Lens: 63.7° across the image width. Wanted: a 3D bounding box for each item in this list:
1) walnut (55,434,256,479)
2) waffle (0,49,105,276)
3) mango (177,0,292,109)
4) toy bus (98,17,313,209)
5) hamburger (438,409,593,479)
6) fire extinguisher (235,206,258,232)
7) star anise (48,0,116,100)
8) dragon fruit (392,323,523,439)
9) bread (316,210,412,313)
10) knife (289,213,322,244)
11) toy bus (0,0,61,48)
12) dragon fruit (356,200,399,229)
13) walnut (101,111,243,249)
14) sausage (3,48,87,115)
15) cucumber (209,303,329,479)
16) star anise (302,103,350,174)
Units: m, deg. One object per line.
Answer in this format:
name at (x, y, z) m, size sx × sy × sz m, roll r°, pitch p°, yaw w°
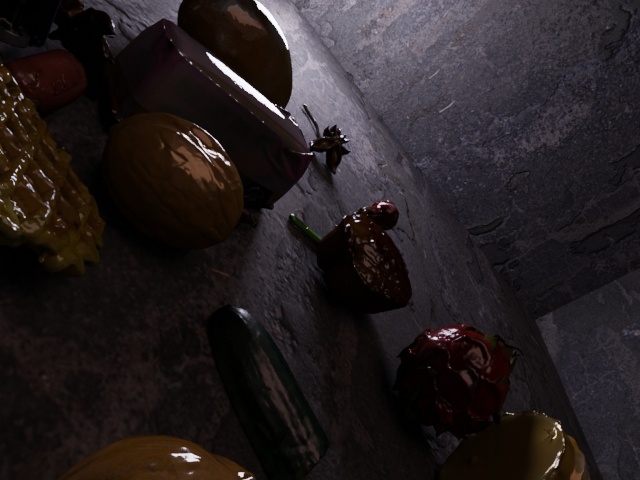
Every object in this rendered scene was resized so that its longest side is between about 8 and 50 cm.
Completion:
walnut at (-0.115, 0.234, 0.324) m, size 0.195 × 0.221 × 0.195 m, roll 39°, pitch 0°, yaw 0°
waffle at (-0.308, -0.091, 0.498) m, size 0.280 × 0.060 × 0.262 m, roll 61°, pitch -4°, yaw 15°
mango at (-0.172, -0.422, 1.176) m, size 0.384 × 0.199 × 0.221 m, roll 46°, pitch 16°, yaw -56°
toy bus at (-0.169, -0.200, 0.899) m, size 0.386 × 0.162 × 0.171 m, roll 29°, pitch 33°, yaw -49°
hamburger at (0.382, 0.482, 0.950) m, size 0.236 × 0.277 × 0.276 m, roll 59°, pitch 22°, yaw -3°
fire extinguisher at (-0.167, -0.059, 0.877) m, size 0.173 × 0.035 × 0.048 m, roll 35°, pitch 26°, yaw -35°
star anise at (-0.339, -0.284, 0.729) m, size 0.212 × 0.157 × 0.053 m, roll 38°, pitch 59°, yaw 17°
dragon fruit at (0.284, 0.264, 1.049) m, size 0.293 × 0.234 × 0.233 m, roll -29°, pitch 84°, yaw -30°
bread at (0.102, 0.050, 1.120) m, size 0.247 × 0.135 × 0.231 m, roll 26°, pitch 44°, yaw -47°
knife at (0.001, 0.000, 1.163) m, size 0.212 × 0.015 × 0.054 m, roll 40°, pitch 26°, yaw -34°
toy bus at (-0.434, -0.317, 0.550) m, size 0.133 × 0.125 × 0.292 m, roll 38°, pitch 18°, yaw 19°
dragon fruit at (0.175, -0.077, 1.542) m, size 0.191 × 0.094 × 0.094 m, roll 7°, pitch 52°, yaw -56°
walnut at (-0.195, -0.078, 0.690) m, size 0.206 × 0.159 × 0.159 m, roll 46°, pitch 24°, yaw -24°
sausage at (-0.347, -0.196, 0.642) m, size 0.076 × 0.076 × 0.141 m, roll 49°, pitch 22°, yaw -17°
cucumber at (-0.071, 0.189, 0.691) m, size 0.243 × 0.063 × 0.115 m, roll 58°, pitch 21°, yaw 9°
star anise at (-0.016, -0.316, 1.573) m, size 0.148 × 0.218 × 0.227 m, roll 1°, pitch 8°, yaw -30°
